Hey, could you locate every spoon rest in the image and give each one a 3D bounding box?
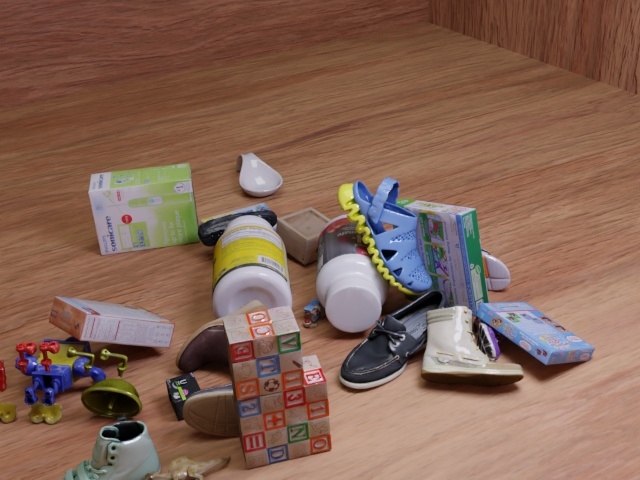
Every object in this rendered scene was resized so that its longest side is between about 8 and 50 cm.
[{"bbox_3d":[-0.215,-0.218,2.649,0.137,0.084,0.276,-14,30,-18],"label":"spoon rest"}]

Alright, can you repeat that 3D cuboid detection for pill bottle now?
[{"bbox_3d":[-0.172,0.075,2.017,0.187,0.188,0.334,-5,29,-3],"label":"pill bottle"},{"bbox_3d":[0.077,0.081,1.991,0.176,0.176,0.319,-2,30,2],"label":"pill bottle"}]

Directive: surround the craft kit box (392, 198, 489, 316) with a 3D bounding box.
[{"bbox_3d":[0.277,0.036,1.926,0.061,0.250,0.246,-24,22,-34],"label":"craft kit box"}]

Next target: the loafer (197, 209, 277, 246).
[{"bbox_3d":[-0.231,-0.047,2.259,0.223,0.076,0.078,-15,41,-13],"label":"loafer"}]

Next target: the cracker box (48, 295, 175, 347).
[{"bbox_3d":[-0.469,0.186,1.844,0.232,0.067,0.155,14,1,-44],"label":"cracker box"}]

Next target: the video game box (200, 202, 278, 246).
[{"bbox_3d":[-0.218,-0.031,2.352,0.205,0.048,0.187,-16,35,-21],"label":"video game box"}]

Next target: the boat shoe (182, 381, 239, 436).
[{"bbox_3d":[-0.137,0.326,1.662,0.285,0.103,0.092,-5,24,-10],"label":"boat shoe"}]

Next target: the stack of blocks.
[{"bbox_3d":[-0.078,0.274,1.539,0.171,0.297,0.087,-11,30,-11],"label":"stack of blocks"}]

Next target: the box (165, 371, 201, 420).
[{"bbox_3d":[-0.284,0.327,1.717,0.062,0.052,0.083,-15,30,-19],"label":"box"}]

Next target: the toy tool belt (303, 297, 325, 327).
[{"bbox_3d":[-0.020,0.168,1.972,0.052,0.051,0.083,11,33,24],"label":"toy tool belt"}]

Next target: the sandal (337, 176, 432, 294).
[{"bbox_3d":[0.171,-0.019,1.898,0.138,0.317,0.126,-32,1,25],"label":"sandal"}]

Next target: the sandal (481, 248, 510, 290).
[{"bbox_3d":[0.367,0.050,2.093,0.265,0.102,0.076,13,35,31],"label":"sandal"}]

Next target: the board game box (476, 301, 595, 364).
[{"bbox_3d":[0.475,0.201,1.813,0.160,0.039,0.211,2,23,-38],"label":"board game box"}]

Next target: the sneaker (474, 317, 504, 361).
[{"bbox_3d":[0.390,0.210,1.844,0.071,0.068,0.170,5,29,3],"label":"sneaker"}]

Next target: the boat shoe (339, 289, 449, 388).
[{"bbox_3d":[0.172,0.208,1.818,0.340,0.113,0.127,-23,36,-31],"label":"boat shoe"}]

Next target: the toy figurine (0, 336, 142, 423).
[{"bbox_3d":[-0.540,0.252,1.754,0.362,0.191,0.217,1,25,5],"label":"toy figurine"}]

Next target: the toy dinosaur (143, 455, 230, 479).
[{"bbox_3d":[-0.237,0.432,1.511,0.183,0.053,0.093,-9,36,-26],"label":"toy dinosaur"}]

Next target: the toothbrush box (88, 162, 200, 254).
[{"bbox_3d":[-0.497,-0.090,2.327,0.283,0.206,0.122,-6,30,-7],"label":"toothbrush box"}]

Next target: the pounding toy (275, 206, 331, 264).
[{"bbox_3d":[0.011,0.000,2.239,0.181,0.094,0.206,-22,43,-38],"label":"pounding toy"}]

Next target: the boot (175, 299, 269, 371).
[{"bbox_3d":[-0.178,0.260,1.785,0.248,0.090,0.207,-35,55,-6],"label":"boot"}]

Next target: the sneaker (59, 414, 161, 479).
[{"bbox_3d":[-0.425,0.410,1.483,0.255,0.151,0.094,-19,34,-23],"label":"sneaker"}]

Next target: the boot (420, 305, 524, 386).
[{"bbox_3d":[0.325,0.224,1.747,0.213,0.077,0.165,1,59,11],"label":"boot"}]
